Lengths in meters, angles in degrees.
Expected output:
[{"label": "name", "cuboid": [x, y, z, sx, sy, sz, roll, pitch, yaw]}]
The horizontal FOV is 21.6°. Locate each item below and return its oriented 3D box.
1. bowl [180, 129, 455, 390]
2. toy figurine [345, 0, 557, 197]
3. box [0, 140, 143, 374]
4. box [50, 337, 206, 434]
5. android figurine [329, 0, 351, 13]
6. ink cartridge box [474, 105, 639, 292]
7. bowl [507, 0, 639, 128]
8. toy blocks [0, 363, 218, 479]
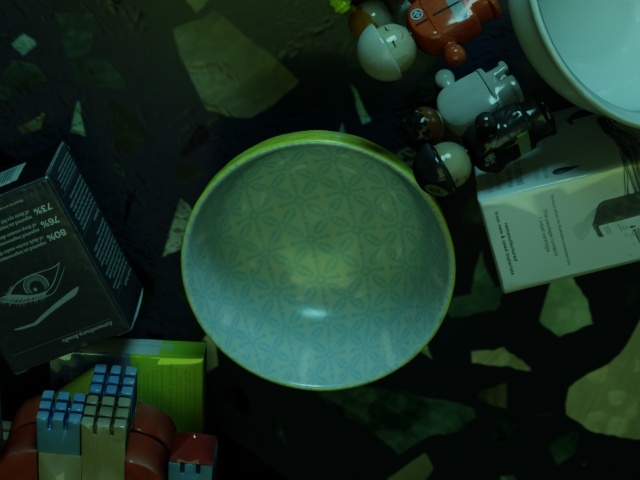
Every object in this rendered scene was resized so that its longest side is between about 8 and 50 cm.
[{"label": "bowl", "cuboid": [0.000, 0.000, 1.804, 0.289, 0.156, 0.289, 1, 114, 2]}, {"label": "toy figurine", "cuboid": [0.120, -0.167, 1.692, 0.148, 0.209, 0.213, -29, 112, 2]}, {"label": "box", "cuboid": [-0.312, 0.021, 1.856, 0.153, 0.108, 0.207, -20, 113, 11]}, {"label": "box", "cuboid": [-0.223, 0.170, 1.955, 0.178, 0.042, 0.109, 3, 114, 2]}, {"label": "android figurine", "cuboid": [-0.028, -0.357, 1.671, 0.248, 0.056, 0.273, -36, 94, 17]}, {"label": "ink cartridge box", "cuboid": [0.304, -0.064, 1.737, 0.273, 0.197, 0.114, -14, 113, 9]}, {"label": "bowl", "cuboid": [0.289, -0.246, 1.658, 0.298, 0.134, 0.298, 3, 84, -29]}, {"label": "toy blocks", "cuboid": [-0.261, 0.255, 1.890, 0.381, 0.191, 0.261, 5, 126, 0]}]
